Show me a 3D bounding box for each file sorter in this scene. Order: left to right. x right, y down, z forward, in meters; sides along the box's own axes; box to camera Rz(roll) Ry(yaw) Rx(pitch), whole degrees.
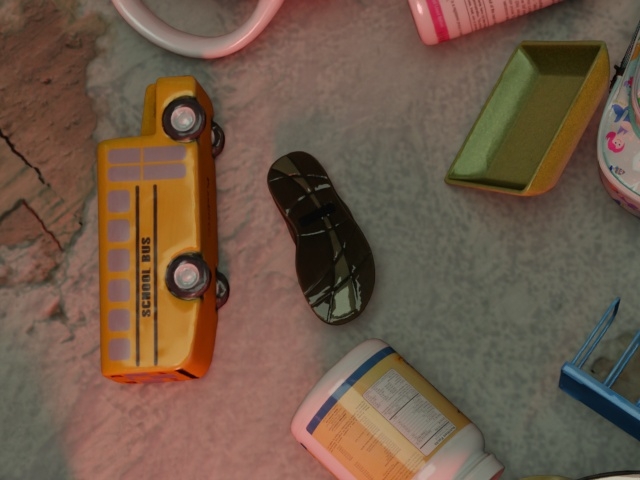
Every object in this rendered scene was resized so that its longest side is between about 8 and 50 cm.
[{"bbox_3d":[0.352,0.152,1.847,0.170,0.118,0.104,33,81,13],"label":"file sorter"}]

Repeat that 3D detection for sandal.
[{"bbox_3d":[0.000,0.000,1.962,0.090,0.060,0.219,-25,62,-3],"label":"sandal"}]

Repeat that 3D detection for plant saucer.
[{"bbox_3d":[0.236,-0.128,1.909,0.045,0.188,0.188,31,84,-23],"label":"plant saucer"}]

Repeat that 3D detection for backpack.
[{"bbox_3d":[0.414,-0.134,1.867,0.225,0.191,0.254,24,88,11],"label":"backpack"}]

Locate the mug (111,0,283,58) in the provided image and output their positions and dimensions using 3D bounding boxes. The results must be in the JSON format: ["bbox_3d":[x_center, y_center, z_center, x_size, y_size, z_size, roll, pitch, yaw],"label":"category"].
[{"bbox_3d":[-0.116,-0.385,1.968,0.328,0.276,0.374,27,114,5],"label":"mug"}]

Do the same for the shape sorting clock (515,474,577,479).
[{"bbox_3d":[0.242,0.354,1.859,0.206,0.040,0.206,0,87,4],"label":"shape sorting clock"}]

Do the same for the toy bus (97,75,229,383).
[{"bbox_3d":[-0.178,-0.011,1.961,0.130,0.108,0.333,-4,79,9],"label":"toy bus"}]

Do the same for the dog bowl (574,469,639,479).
[{"bbox_3d":[0.316,0.433,1.754,0.407,0.150,0.408,0,86,4],"label":"dog bowl"}]

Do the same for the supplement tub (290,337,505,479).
[{"bbox_3d":[0.083,0.218,1.857,0.199,0.144,0.144,43,87,13],"label":"supplement tub"}]

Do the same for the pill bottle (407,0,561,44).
[{"bbox_3d":[0.223,-0.335,1.940,0.283,0.160,0.160,-18,77,4],"label":"pill bottle"}]
